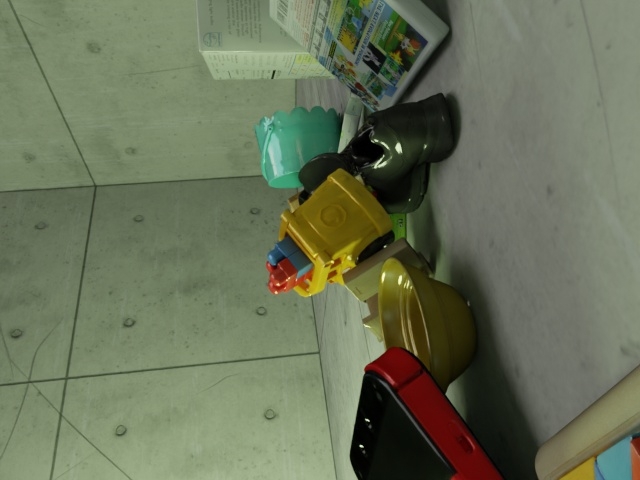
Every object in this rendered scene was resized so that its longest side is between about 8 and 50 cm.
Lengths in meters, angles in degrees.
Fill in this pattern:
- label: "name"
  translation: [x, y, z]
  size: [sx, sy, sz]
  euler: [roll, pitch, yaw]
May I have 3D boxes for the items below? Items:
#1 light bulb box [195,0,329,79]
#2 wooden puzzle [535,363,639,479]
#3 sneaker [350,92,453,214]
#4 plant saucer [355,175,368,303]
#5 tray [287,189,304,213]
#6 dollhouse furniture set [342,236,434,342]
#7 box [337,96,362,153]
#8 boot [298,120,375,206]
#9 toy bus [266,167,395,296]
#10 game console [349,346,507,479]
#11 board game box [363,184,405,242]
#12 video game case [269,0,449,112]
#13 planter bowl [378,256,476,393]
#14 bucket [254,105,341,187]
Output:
- label: "light bulb box"
  translation: [-0.082, -0.501, 1.173]
  size: [0.358, 0.362, 0.225]
  euler: [-130, 37, -78]
- label: "wooden puzzle"
  translation: [0.228, 0.230, 0.357]
  size: [0.220, 0.045, 0.238]
  euler: [93, 170, -52]
- label: "sneaker"
  translation: [0.107, -0.125, 0.806]
  size: [0.286, 0.130, 0.108]
  euler: [97, 166, -65]
- label: "plant saucer"
  translation: [0.111, -0.010, 1.203]
  size: [0.310, 0.050, 0.310]
  euler: [176, 90, -84]
- label: "tray"
  translation: [0.000, 0.000, 1.551]
  size: [0.202, 0.076, 0.411]
  euler: [57, 176, 11]
- label: "dollhouse furniture set"
  translation: [0.106, 0.054, 0.867]
  size: [0.151, 0.144, 0.123]
  euler: [46, -162, -33]
- label: "box"
  translation: [0.065, -0.230, 1.232]
  size: [0.145, 0.038, 0.186]
  euler: [-75, -3, -59]
- label: "boot"
  translation: [0.054, -0.167, 1.028]
  size: [0.229, 0.091, 0.263]
  euler: [-52, -1, -20]
- label: "toy bus"
  translation: [-0.006, 0.022, 0.861]
  size: [0.149, 0.212, 0.220]
  euler: [47, 157, 17]
- label: "game console"
  translation: [0.154, 0.348, 0.658]
  size: [0.342, 0.060, 0.386]
  euler: [50, 154, 34]
- label: "board game box"
  translation: [0.113, -0.015, 0.985]
  size: [0.043, 0.092, 0.181]
  euler: [-115, 22, -76]
- label: "video game case"
  translation: [0.037, -0.356, 0.839]
  size: [0.300, 0.036, 0.329]
  euler: [43, 172, -1]
- label: "planter bowl"
  translation: [0.153, 0.125, 0.715]
  size: [0.217, 0.091, 0.216]
  euler: [173, 90, -82]
- label: "bucket"
  translation: [-0.057, -0.274, 1.577]
  size: [0.281, 0.282, 0.182]
  euler: [132, 130, -81]
